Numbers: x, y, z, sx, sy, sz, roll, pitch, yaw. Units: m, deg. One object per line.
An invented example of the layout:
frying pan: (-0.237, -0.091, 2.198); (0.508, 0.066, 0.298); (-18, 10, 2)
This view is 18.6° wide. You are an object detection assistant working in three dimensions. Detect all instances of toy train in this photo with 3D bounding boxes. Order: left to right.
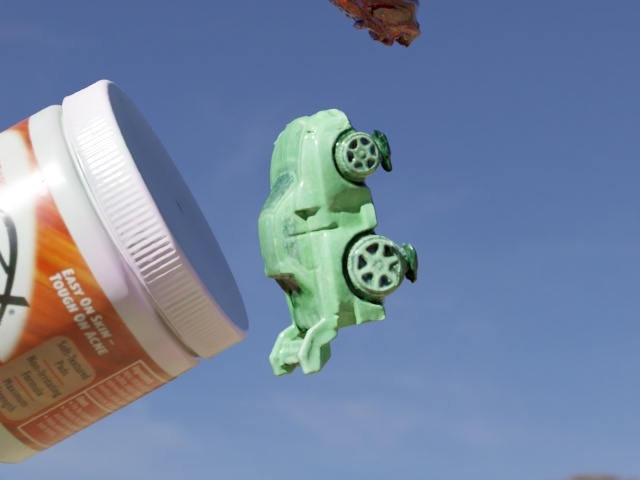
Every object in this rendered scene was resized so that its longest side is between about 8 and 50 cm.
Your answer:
toy train: (0.000, 0.000, 1.170); (0.081, 0.149, 0.099); (-14, 1, -20)

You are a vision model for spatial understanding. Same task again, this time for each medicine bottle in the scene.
medicine bottle: (-0.221, 0.028, 1.644); (0.241, 0.252, 0.252); (-29, -18, 3)

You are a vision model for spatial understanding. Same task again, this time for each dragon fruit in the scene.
dragon fruit: (0.062, -0.242, 2.074); (0.097, 0.063, 0.131); (-27, -50, 3)
